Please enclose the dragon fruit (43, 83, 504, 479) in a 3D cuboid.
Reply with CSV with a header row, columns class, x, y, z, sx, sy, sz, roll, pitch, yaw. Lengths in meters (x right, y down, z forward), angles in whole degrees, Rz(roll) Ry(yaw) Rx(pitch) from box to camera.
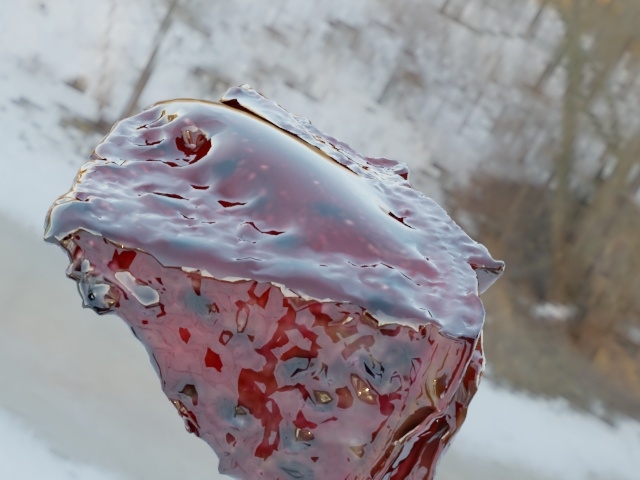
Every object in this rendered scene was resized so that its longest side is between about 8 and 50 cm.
class,x,y,z,sx,sy,sz,roll,pitch,yaw
dragon fruit,0.003,-0.002,0.414,0.097,0.063,0.131,50,20,-12
